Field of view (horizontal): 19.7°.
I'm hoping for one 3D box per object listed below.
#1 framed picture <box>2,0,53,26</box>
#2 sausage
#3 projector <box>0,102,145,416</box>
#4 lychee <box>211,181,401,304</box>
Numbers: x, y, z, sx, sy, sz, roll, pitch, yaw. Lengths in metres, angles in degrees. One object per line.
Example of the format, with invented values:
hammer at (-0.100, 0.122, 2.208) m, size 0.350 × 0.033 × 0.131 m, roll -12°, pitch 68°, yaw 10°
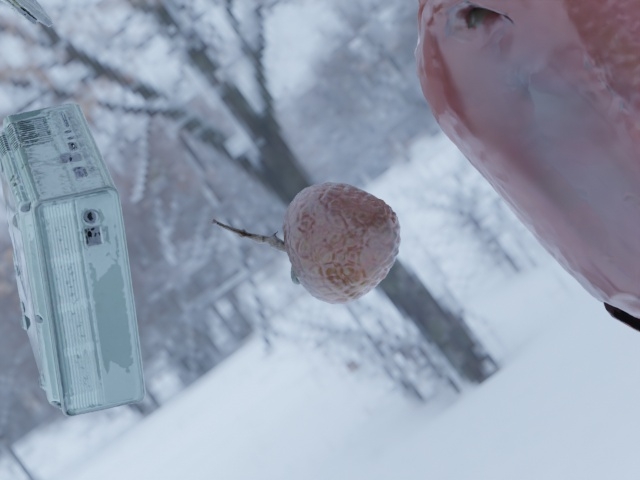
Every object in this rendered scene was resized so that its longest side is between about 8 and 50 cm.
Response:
framed picture at (-0.272, -0.245, 1.117) m, size 0.014 × 0.252 × 0.197 m, roll -40°, pitch -19°, yaw 4°
sausage at (0.167, -0.062, 1.049) m, size 0.152 × 0.279 × 0.152 m, roll -40°, pitch -2°, yaw -1°
projector at (-0.148, 0.011, 1.076) m, size 0.061 × 0.147 × 0.115 m, roll -11°, pitch 33°, yaw -12°
lychee at (0.006, -0.003, 1.604) m, size 0.140 × 0.114 × 0.101 m, roll 6°, pitch 46°, yaw 48°
